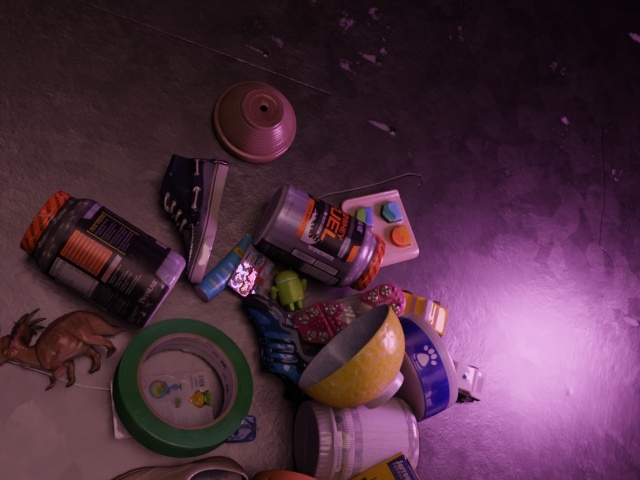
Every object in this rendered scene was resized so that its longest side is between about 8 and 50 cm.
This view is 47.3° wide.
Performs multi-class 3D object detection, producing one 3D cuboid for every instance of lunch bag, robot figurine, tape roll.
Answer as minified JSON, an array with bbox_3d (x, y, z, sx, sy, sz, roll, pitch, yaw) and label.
[{"bbox_3d":[-0.200,0.462,1.790,0.098,0.065,0.067,3,75,-19],"label":"lunch bag"},{"bbox_3d":[-0.081,0.130,1.924,0.101,0.067,0.115,-14,81,-19],"label":"robot figurine"},{"bbox_3d":[-0.319,0.341,1.715,0.321,0.077,0.321,16,50,-19],"label":"tape roll"}]

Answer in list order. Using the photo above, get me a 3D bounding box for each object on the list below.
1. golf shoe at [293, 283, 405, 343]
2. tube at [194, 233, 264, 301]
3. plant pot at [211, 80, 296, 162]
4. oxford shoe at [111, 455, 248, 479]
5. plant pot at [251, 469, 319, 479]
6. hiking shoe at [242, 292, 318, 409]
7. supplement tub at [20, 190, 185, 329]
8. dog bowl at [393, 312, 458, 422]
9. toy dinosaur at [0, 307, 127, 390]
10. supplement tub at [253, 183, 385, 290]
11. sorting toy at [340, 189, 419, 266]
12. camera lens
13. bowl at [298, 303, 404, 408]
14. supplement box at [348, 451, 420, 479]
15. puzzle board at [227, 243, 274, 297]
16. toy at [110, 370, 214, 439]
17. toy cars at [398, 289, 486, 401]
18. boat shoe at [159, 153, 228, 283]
[{"bbox_3d":[0.078,0.200,1.933,0.306,0.140,0.115,-15,83,6],"label":"golf shoe"},{"bbox_3d":[-0.235,0.075,1.895,0.207,0.052,0.080,-43,109,-30],"label":"tube"},{"bbox_3d":[-0.170,-0.338,1.995,0.237,0.110,0.237,5,75,-19],"label":"plant pot"},{"bbox_3d":[-0.355,0.576,1.655,0.397,0.146,0.140,-14,82,-23],"label":"oxford shoe"},{"bbox_3d":[-0.082,0.662,1.680,0.291,0.291,0.203,24,53,-13],"label":"plant pot"},{"bbox_3d":[-0.110,0.272,1.850,0.132,0.113,0.304,-39,91,-24],"label":"hiking shoe"},{"bbox_3d":[-0.506,0.042,1.710,0.338,0.207,0.207,34,67,-9],"label":"supplement tub"},{"bbox_3d":[0.233,0.328,1.882,0.104,0.265,0.265,-21,84,-22],"label":"dog bowl"},{"bbox_3d":[-0.595,0.223,1.679,0.295,0.127,0.200,-29,80,-30],"label":"toy dinosaur"},{"bbox_3d":[0.000,0.000,1.921,0.316,0.193,0.194,27,68,-13],"label":"supplement tub"},{"bbox_3d":[0.173,-0.033,2.081,0.193,0.038,0.208,-13,81,-24],"label":"sorting toy"},{"bbox_3d":[0.093,0.496,1.807,0.274,0.219,0.219,4,74,-20],"label":"camera lens"},{"bbox_3d":[0.103,0.303,1.725,0.289,0.289,0.156,-43,96,-25],"label":"bowl"},{"bbox_3d":[0.201,0.711,1.701,0.195,0.194,0.357,-27,117,-5],"label":"supplement box"},{"bbox_3d":[-0.179,0.088,1.907,0.096,0.011,0.128,44,62,-33],"label":"puzzle board"},{"bbox_3d":[-0.380,0.393,1.745,0.237,0.056,0.137,-2,70,-25],"label":"toy"},{"bbox_3d":[0.334,0.291,2.027,0.176,0.087,0.394,-30,88,-25],"label":"toy cars"},{"bbox_3d":[-0.341,-0.061,1.859,0.158,0.127,0.341,12,64,-11],"label":"boat shoe"}]
